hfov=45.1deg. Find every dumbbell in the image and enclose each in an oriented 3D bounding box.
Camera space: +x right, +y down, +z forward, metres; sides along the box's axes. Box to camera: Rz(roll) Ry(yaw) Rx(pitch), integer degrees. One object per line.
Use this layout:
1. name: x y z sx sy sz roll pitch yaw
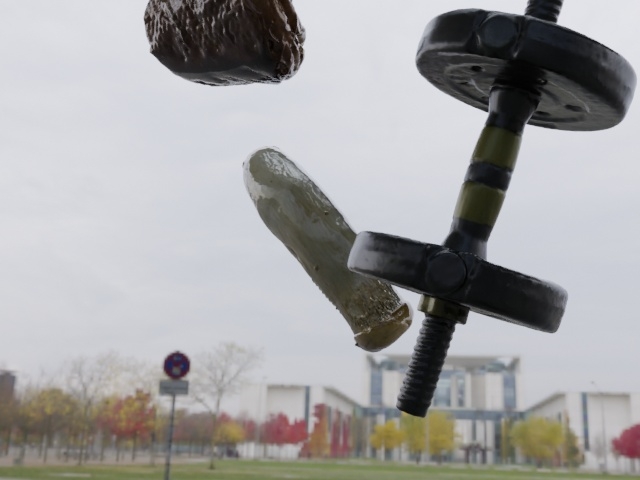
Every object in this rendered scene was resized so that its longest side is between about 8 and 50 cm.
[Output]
1. dumbbell: 0.110 -0.041 0.506 0.143 0.325 0.143 18 -2 1

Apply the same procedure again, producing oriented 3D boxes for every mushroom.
1. mushroom: 0.000 0.000 1.020 0.095 0.351 0.123 -38 -25 4

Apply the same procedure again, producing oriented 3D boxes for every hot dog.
1. hot dog: -0.105 -0.241 0.866 0.227 0.099 0.160 8 -49 40
